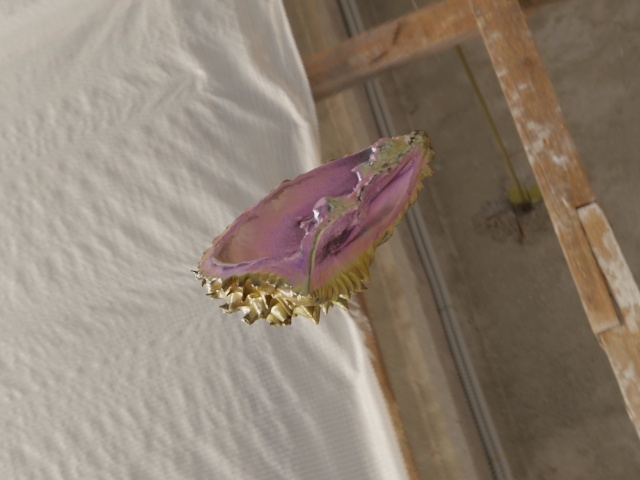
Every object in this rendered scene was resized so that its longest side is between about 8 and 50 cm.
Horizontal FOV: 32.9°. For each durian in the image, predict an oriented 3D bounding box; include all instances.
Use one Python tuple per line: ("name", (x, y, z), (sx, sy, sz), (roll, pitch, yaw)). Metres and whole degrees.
("durian", (0.000, -0.001, 1.104), (0.191, 0.341, 0.112), (-20, -70, 36))
